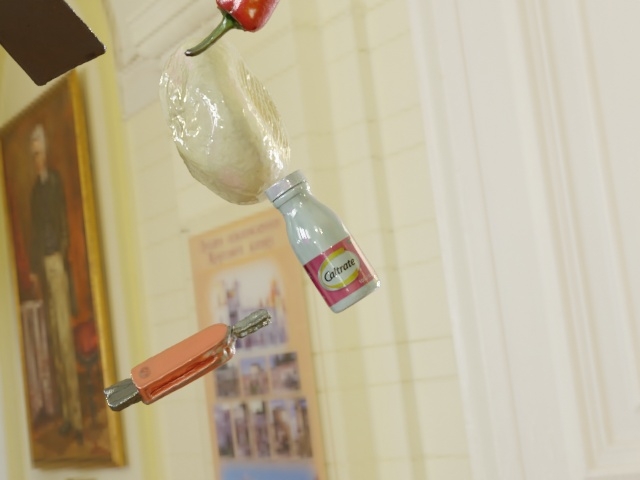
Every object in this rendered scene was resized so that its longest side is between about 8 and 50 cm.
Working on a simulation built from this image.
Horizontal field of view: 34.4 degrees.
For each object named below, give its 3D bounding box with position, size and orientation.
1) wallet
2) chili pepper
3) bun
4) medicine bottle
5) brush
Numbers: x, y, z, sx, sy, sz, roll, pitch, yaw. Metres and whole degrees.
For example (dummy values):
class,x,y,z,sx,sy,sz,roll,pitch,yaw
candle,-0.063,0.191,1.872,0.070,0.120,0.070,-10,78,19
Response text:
class,x,y,z,sx,sy,sz,roll,pitch,yaw
wallet,-0.472,-0.364,1.620,0.146,0.030,0.285,-18,-40,18
chili pepper,-0.093,-0.425,1.408,0.137,0.369,0.092,9,10,-1
bun,-0.201,-0.233,2.090,0.213,0.361,0.361,-29,-11,11
medicine bottle,0.000,0.000,1.567,0.090,0.217,0.090,-33,-2,-1
brush,-0.227,0.210,1.812,0.323,0.051,0.070,-28,33,-7
